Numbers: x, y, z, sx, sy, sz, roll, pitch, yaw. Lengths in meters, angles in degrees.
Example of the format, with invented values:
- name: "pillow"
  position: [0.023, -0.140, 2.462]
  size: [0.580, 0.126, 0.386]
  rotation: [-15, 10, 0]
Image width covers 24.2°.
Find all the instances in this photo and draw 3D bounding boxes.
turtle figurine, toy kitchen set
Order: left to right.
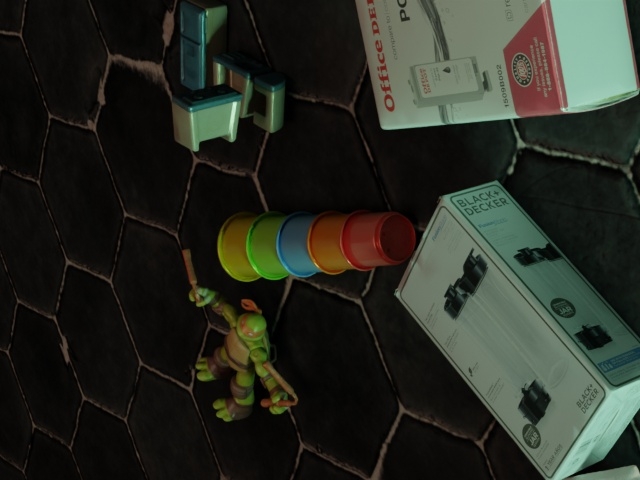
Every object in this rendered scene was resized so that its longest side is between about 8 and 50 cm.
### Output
- name: "toy kitchen set"
  position: [-0.157, -0.218, 1.922]
  size: [0.207, 0.166, 0.122]
  rotation: [31, 128, 43]
- name: "turtle figurine"
  position: [-0.117, 0.146, 2.093]
  size: [0.269, 0.087, 0.217]
  rotation: [50, 148, 16]

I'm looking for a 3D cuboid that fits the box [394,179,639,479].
- name: "box"
  position: [0.217, 0.094, 1.609]
  size: [0.290, 0.087, 0.169]
  rotation: [50, 140, 28]

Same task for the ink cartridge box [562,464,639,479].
- name: "ink cartridge box"
  position: [0.333, 0.353, 1.591]
  size: [0.189, 0.066, 0.232]
  rotation: [-26, 78, 55]

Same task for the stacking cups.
- name: "stacking cups"
  position: [0.000, 0.000, 1.884]
  size: [0.316, 0.096, 0.096]
  rotation: [-5, 100, 49]

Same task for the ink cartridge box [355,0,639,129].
- name: "ink cartridge box"
  position: [0.167, -0.225, 1.514]
  size: [0.283, 0.117, 0.207]
  rotation: [-1, 104, 54]
